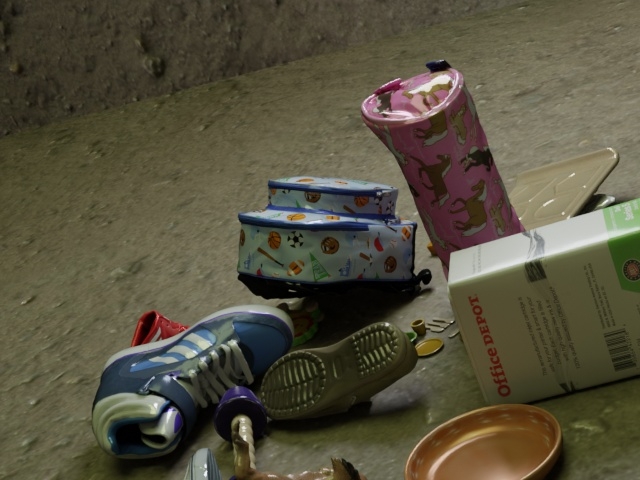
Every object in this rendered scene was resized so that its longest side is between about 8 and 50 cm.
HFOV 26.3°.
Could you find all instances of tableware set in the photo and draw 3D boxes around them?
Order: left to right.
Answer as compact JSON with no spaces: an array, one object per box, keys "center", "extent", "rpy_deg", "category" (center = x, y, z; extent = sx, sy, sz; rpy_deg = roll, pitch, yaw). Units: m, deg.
[{"center":[0.183,0.138,2.026],"extent":[0.104,0.024,0.154],"rpy_deg":[-35,25,-31],"category":"tableware set"}]

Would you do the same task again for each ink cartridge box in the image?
[{"center":[0.321,0.084,1.776],"extent":[0.273,0.198,0.115],"rpy_deg":[-16,21,14],"category":"ink cartridge box"}]

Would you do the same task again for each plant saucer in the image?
[{"center":[0.200,0.269,1.667],"extent":[0.200,0.037,0.200],"rpy_deg":[-19,20,7],"category":"plant saucer"}]

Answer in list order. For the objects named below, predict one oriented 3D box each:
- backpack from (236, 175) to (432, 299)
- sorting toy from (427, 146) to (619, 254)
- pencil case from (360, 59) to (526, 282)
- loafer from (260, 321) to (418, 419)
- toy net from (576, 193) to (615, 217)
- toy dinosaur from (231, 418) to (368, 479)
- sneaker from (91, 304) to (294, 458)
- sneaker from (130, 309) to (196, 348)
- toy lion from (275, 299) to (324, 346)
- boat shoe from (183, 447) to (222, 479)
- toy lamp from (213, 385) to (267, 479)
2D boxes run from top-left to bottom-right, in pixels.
[{"center":[0.000,0.000,2.212],"extent":[0.277,0.213,0.263],"rpy_deg":[-1,7,44],"category":"backpack"},{"center":[0.333,-0.046,2.273],"extent":[0.307,0.041,0.229],"rpy_deg":[-16,25,44],"category":"sorting toy"},{"center":[0.201,-0.070,2.027],"extent":[0.160,0.386,0.167],"rpy_deg":[-11,33,29],"category":"pencil case"},{"center":[0.029,0.197,1.940],"extent":[0.269,0.092,0.102],"rpy_deg":[-23,57,34],"category":"loafer"},{"center":[0.413,-0.005,2.136],"extent":[0.122,0.045,0.232],"rpy_deg":[-26,15,20],"category":"toy net"},{"center":[-0.039,0.345,1.619],"extent":[0.200,0.127,0.295],"rpy_deg":[18,47,3],"category":"toy dinosaur"},{"center":[-0.185,0.229,2.041],"extent":[0.323,0.130,0.236],"rpy_deg":[-17,29,3],"category":"sneaker"},{"center":[-0.211,0.152,2.226],"extent":[0.221,0.128,0.087],"rpy_deg":[-36,25,-33],"category":"sneaker"},{"center":[-0.045,0.140,2.239],"extent":[0.100,0.034,0.096],"rpy_deg":[-6,33,36],"category":"toy lion"},{"center":[-0.169,0.346,1.767],"extent":[0.076,0.083,0.226],"rpy_deg":[-19,21,4],"category":"boat shoe"},{"center":[-0.108,0.282,1.879],"extent":[0.080,0.080,0.274],"rpy_deg":[-20,20,3],"category":"toy lamp"}]
